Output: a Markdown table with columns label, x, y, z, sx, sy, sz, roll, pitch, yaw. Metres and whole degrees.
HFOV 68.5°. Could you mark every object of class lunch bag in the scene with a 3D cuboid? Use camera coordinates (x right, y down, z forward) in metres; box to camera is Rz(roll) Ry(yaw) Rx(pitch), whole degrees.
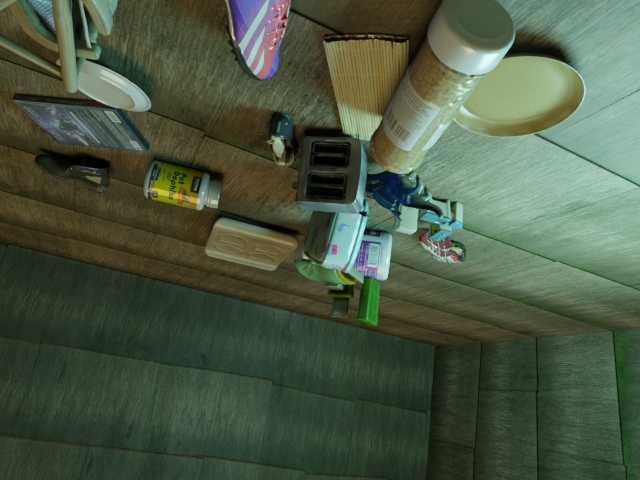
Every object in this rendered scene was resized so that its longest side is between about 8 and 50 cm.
| label | x | y | z | sx | sy | sz | roll | pitch | yaw |
| --- | --- | --- | --- | --- | --- | --- | --- | --- | --- |
| lunch bag | 0.038 | -0.027 | 1.340 | 0.107 | 0.224 | 0.279 | 12 | -176 | -13 |

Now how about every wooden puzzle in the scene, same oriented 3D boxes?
| label | x | y | z | sx | sy | sz | roll | pitch | yaw |
| --- | --- | --- | --- | --- | --- | --- | --- | --- | --- |
| wooden puzzle | -0.282 | 0.006 | 1.880 | 0.322 | 0.081 | 0.348 | 14 | 155 | -15 |

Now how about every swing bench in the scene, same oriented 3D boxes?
| label | x | y | z | sx | sy | sz | roll | pitch | yaw |
| --- | --- | --- | --- | --- | --- | --- | --- | --- | --- |
| swing bench | -0.312 | -0.369 | 0.577 | 0.165 | 0.253 | 0.254 | 24 | 156 | -36 |

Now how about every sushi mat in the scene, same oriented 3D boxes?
| label | x | y | z | sx | sy | sz | roll | pitch | yaw |
| --- | --- | --- | --- | --- | --- | --- | --- | --- | --- |
| sushi mat | 0.103 | -0.293 | 0.952 | 0.151 | 0.019 | 0.316 | 6 | 160 | 12 |

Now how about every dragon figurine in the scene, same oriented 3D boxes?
| label | x | y | z | sx | sy | sz | roll | pitch | yaw |
| --- | --- | --- | --- | --- | --- | --- | --- | --- | --- |
| dragon figurine | 0.189 | -0.108 | 1.160 | 0.144 | 0.289 | 0.085 | -40 | 144 | 14 |

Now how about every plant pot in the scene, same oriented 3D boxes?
| label | x | y | z | sx | sy | sz | roll | pitch | yaw |
| --- | --- | --- | --- | --- | --- | --- | --- | --- | --- |
| plant pot | 0.360 | -0.271 | 0.879 | 0.236 | 0.033 | 0.236 | 8 | 160 | 3 |

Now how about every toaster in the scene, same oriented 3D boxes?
| label | x | y | z | sx | sy | sz | roll | pitch | yaw |
| --- | --- | --- | --- | --- | --- | --- | --- | --- | --- |
| toaster | 0.031 | -0.152 | 1.131 | 0.185 | 0.168 | 0.110 | 5 | 174 | 12 |

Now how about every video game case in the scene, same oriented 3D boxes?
| label | x | y | z | sx | sy | sz | roll | pitch | yaw |
| --- | --- | --- | --- | --- | --- | --- | --- | --- | --- |
| video game case | -0.619 | -0.304 | 1.237 | 0.274 | 0.026 | 0.196 | 8 | 160 | 7 |

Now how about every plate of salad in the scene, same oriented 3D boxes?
| label | x | y | z | sx | sy | sz | roll | pitch | yaw |
| --- | --- | --- | --- | --- | --- | --- | --- | --- | --- |
| plate of salad | -0.466 | -0.344 | 1.025 | 0.199 | 0.048 | 0.200 | 16 | 168 | 3 |

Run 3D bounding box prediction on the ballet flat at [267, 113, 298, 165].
| label | x | y | z | sx | sy | sz | roll | pitch | yaw |
| --- | --- | --- | --- | --- | --- | --- | --- | --- | --- |
| ballet flat | -0.095 | -0.226 | 1.150 | 0.074 | 0.074 | 0.203 | 8 | 161 | 4 |

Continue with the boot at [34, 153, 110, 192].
| label | x | y | z | sx | sy | sz | roll | pitch | yaw |
| --- | --- | --- | --- | --- | --- | --- | --- | --- | --- |
| boot | -0.758 | -0.236 | 1.453 | 0.219 | 0.082 | 0.106 | 22 | 135 | -21 |

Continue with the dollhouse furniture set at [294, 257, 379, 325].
| label | x | y | z | sx | sy | sz | roll | pitch | yaw |
| --- | --- | --- | --- | --- | --- | --- | --- | --- | --- |
| dollhouse furniture set | 0.052 | 0.175 | 1.565 | 0.197 | 0.151 | 0.301 | -2 | 158 | 28 |

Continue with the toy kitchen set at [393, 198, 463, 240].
| label | x | y | z | sx | sy | sz | roll | pitch | yaw |
| --- | --- | --- | --- | --- | --- | --- | --- | --- | --- |
| toy kitchen set | 0.300 | -0.046 | 1.392 | 0.207 | 0.122 | 0.166 | 13 | 160 | -11 |

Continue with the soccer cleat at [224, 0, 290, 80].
| label | x | y | z | sx | sy | sz | roll | pitch | yaw |
| --- | --- | --- | --- | --- | --- | --- | --- | --- | --- |
| soccer cleat | -0.089 | -0.364 | 0.720 | 0.116 | 0.109 | 0.318 | 2 | 157 | 7 |

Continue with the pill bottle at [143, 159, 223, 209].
| label | x | y | z | sx | sy | sz | roll | pitch | yaw |
| --- | --- | --- | --- | --- | --- | --- | --- | --- | --- |
| pill bottle | -0.406 | -0.159 | 1.403 | 0.214 | 0.117 | 0.117 | 13 | 160 | -11 |

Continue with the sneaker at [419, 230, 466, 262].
| label | x | y | z | sx | sy | sz | roll | pitch | yaw |
| --- | --- | --- | --- | --- | --- | --- | --- | --- | --- |
| sneaker | 0.407 | 0.033 | 1.617 | 0.225 | 0.088 | 0.092 | 26 | 156 | -38 |

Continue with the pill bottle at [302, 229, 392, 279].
| label | x | y | z | sx | sy | sz | roll | pitch | yaw |
| --- | --- | --- | --- | --- | --- | --- | --- | --- | --- |
| pill bottle | 0.094 | 0.041 | 1.658 | 0.301 | 0.169 | 0.169 | 7 | 160 | 8 |

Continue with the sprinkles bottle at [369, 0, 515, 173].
| label | x | y | z | sx | sy | sz | roll | pitch | yaw |
| --- | --- | --- | --- | --- | --- | --- | --- | --- | --- |
| sprinkles bottle | 0.193 | -0.255 | 0.835 | 0.121 | 0.121 | 0.355 | 12 | 157 | -8 |
